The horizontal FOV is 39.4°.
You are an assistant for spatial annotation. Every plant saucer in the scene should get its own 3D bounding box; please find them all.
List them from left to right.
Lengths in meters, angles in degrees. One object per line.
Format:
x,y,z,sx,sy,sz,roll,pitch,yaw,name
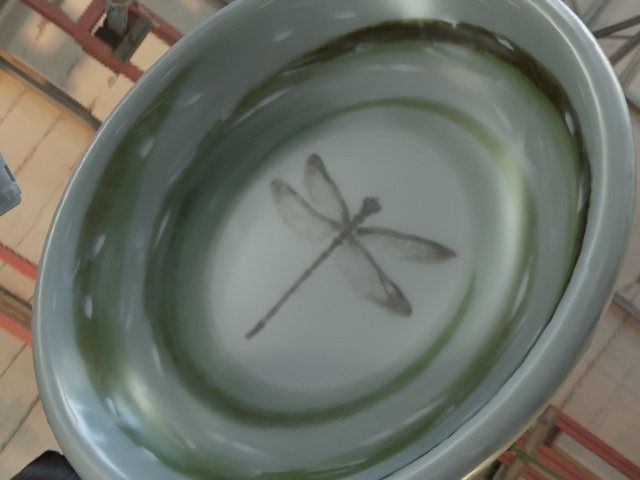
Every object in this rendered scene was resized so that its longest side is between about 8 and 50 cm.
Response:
0.000,0.000,0.572,0.400,0.400,0.100,-52,-40,-6,plant saucer

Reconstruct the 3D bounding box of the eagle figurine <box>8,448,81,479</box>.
-0.346,0.242,0.714,0.298,0.225,0.226,-47,-50,-41,eagle figurine

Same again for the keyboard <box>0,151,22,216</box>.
-0.256,-0.116,0.509,0.072,0.014,0.256,-41,-60,-38,keyboard
